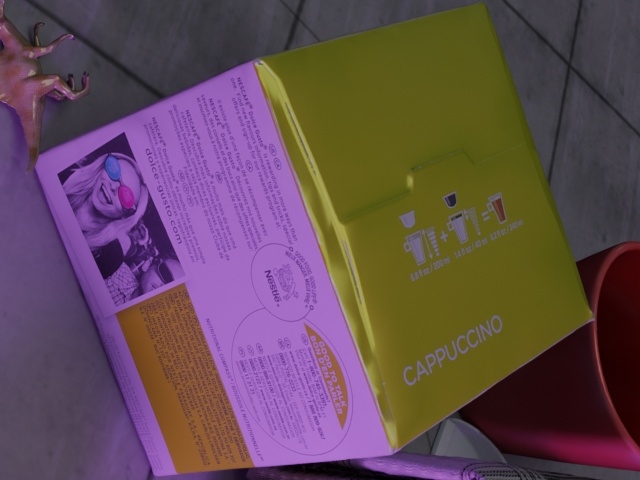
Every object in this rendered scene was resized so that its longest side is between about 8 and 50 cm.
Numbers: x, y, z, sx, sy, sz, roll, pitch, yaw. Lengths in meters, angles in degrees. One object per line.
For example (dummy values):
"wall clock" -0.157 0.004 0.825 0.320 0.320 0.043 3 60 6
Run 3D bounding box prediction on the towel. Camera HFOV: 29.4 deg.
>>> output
"towel" 0.132 0.238 1.232 0.312 0.324 0.056 14 76 -44

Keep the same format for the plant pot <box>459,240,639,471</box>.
"plant pot" 0.314 0.156 1.508 0.275 0.243 0.275 14 70 -41

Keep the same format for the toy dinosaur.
"toy dinosaur" -0.271 -0.146 1.159 0.092 0.053 0.183 -11 79 -30

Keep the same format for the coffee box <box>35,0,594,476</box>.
"coffee box" 0.000 0.000 1.172 0.337 0.334 0.338 -23 96 -45

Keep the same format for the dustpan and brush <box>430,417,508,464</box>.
"dustpan and brush" 0.215 0.327 1.491 0.211 0.060 0.147 44 52 -27
